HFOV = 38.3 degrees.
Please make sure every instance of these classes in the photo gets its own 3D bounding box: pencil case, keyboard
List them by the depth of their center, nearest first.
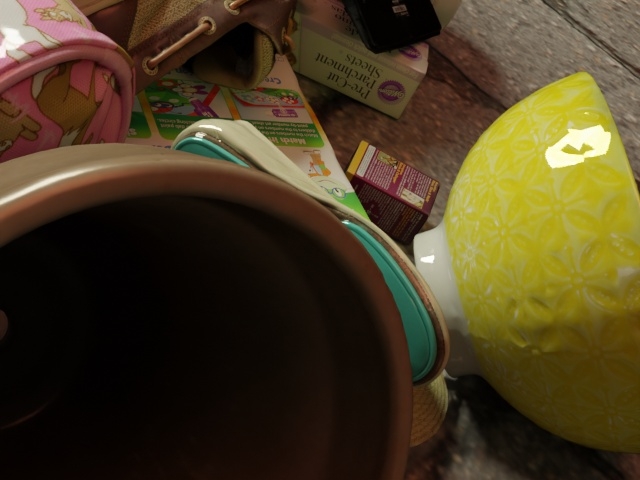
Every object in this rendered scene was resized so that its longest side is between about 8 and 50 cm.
[{"bbox_3d":[-0.300,-0.160,0.588,0.386,0.160,0.167,41,41,15],"label":"pencil case"},{"bbox_3d":[0.060,-0.237,0.920,0.192,0.038,0.100,-32,101,-59],"label":"keyboard"}]

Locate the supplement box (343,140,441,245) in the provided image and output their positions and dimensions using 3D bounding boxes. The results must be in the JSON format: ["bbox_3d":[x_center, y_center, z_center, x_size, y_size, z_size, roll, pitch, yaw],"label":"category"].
[{"bbox_3d":[0.058,-0.043,0.823,0.083,0.043,0.055,29,40,-2],"label":"supplement box"}]

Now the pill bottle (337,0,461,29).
[{"bbox_3d":[0.053,-0.313,1.035,0.208,0.119,0.119,15,43,-19],"label":"pill bottle"}]

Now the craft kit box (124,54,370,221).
[{"bbox_3d":[-0.107,-0.076,0.748,0.250,0.061,0.246,0,47,-32],"label":"craft kit box"}]

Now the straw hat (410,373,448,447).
[{"bbox_3d":[0.045,0.080,0.678,0.144,0.061,0.144,17,42,-16],"label":"straw hat"}]

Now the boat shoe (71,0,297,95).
[{"bbox_3d":[-0.084,-0.180,0.759,0.342,0.123,0.123,-35,102,-53],"label":"boat shoe"}]

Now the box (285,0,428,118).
[{"bbox_3d":[-0.048,-0.227,0.926,0.324,0.067,0.063,24,40,-10],"label":"box"}]

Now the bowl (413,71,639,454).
[{"bbox_3d":[0.160,0.031,0.700,0.156,0.289,0.289,-14,44,12],"label":"bowl"}]

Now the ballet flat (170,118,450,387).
[{"bbox_3d":[0.000,0.000,0.646,0.248,0.086,0.086,43,41,13],"label":"ballet flat"}]

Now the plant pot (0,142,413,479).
[{"bbox_3d":[-0.123,0.074,0.435,0.263,0.263,0.229,-4,15,-35],"label":"plant pot"}]
